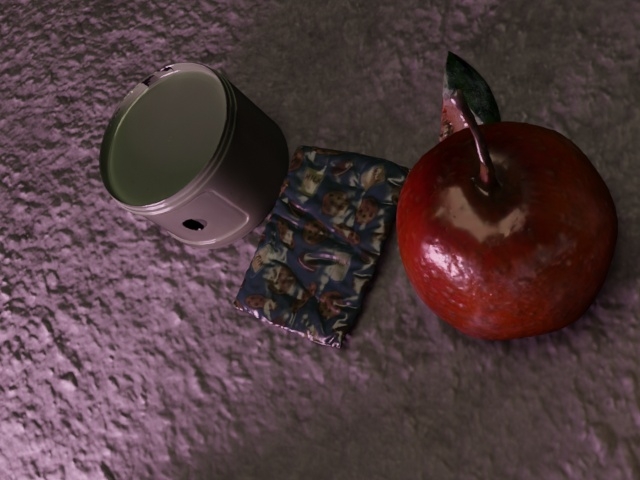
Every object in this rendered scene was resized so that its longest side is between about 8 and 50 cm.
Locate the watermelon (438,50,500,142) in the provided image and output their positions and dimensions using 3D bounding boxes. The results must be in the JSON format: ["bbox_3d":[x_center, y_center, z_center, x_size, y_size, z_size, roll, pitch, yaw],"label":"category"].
[{"bbox_3d":[0.172,-0.186,1.073,0.080,0.101,0.155,-15,51,37],"label":"watermelon"}]

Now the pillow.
[{"bbox_3d":[0.002,-0.001,1.110,0.189,0.034,0.256,16,77,35],"label":"pillow"}]

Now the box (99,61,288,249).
[{"bbox_3d":[-0.179,-0.118,1.201,0.226,0.149,0.226,-13,62,26],"label":"box"}]

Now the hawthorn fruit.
[{"bbox_3d":[0.184,-0.004,0.890,0.231,0.263,0.235,-42,79,34],"label":"hawthorn fruit"}]
